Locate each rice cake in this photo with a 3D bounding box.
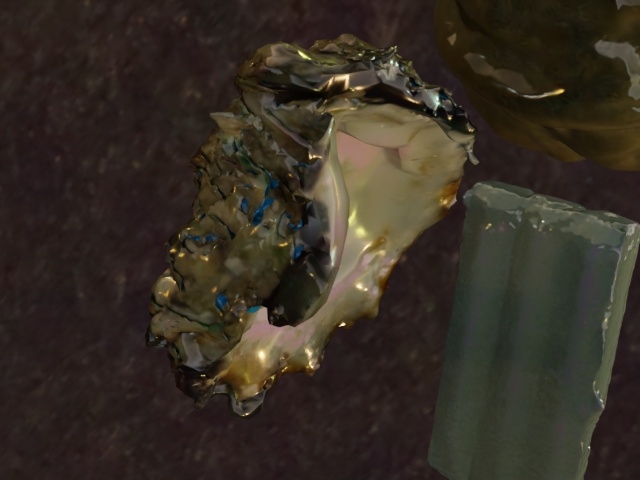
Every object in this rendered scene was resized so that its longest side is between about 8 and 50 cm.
[{"bbox_3d":[0.139,0.077,0.956,0.127,0.237,0.043,22,34,29],"label":"rice cake"}]

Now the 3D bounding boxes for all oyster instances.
[{"bbox_3d":[-0.006,-0.005,0.719,0.092,0.260,0.198,43,75,14],"label":"oyster"}]

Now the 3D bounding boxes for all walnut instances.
[{"bbox_3d":[0.230,-0.195,1.168,0.282,0.276,0.253,30,85,-56],"label":"walnut"}]
